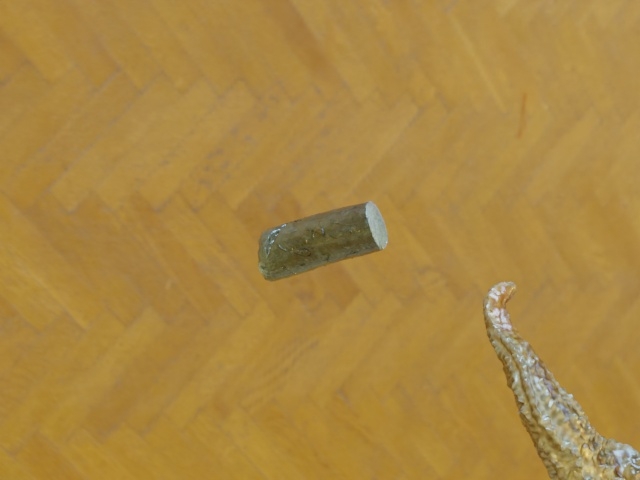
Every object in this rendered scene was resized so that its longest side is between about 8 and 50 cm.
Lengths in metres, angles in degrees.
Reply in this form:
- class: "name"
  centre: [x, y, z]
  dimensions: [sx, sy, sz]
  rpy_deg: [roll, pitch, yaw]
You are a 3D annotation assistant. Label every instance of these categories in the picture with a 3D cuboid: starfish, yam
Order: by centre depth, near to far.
- class: "starfish"
  centre: [0.207, 0.208, 0.720]
  dimensions: [0.084, 0.301, 0.293]
  rpy_deg: [-32, 137, -7]
- class: "yam"
  centre: [0.000, 0.000, 1.113]
  dimensions: [0.054, 0.132, 0.054]
  rpy_deg: [33, 49, -49]
